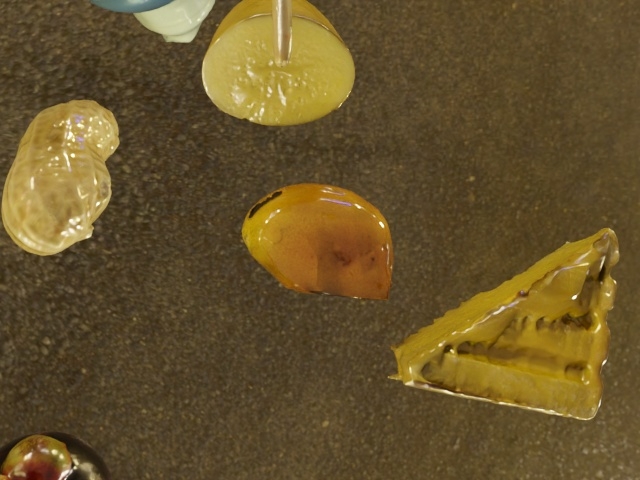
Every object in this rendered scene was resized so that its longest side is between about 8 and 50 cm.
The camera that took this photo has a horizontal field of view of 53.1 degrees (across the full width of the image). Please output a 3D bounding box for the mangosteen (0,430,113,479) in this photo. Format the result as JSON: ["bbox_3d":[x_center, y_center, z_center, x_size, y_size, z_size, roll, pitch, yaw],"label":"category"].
[{"bbox_3d":[-0.464,0.441,1.036,0.275,0.275,0.302,-34,160,-28],"label":"mangosteen"}]

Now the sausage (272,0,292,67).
[{"bbox_3d":[-0.045,-0.263,0.751,0.024,0.024,0.132,9,70,-38],"label":"sausage"}]

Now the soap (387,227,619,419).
[{"bbox_3d":[0.277,0.095,0.989,0.339,0.169,0.304,15,79,-19],"label":"soap"}]

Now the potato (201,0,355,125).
[{"bbox_3d":[-0.059,-0.276,0.911,0.178,0.203,0.158,69,14,-47],"label":"potato"}]

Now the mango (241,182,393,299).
[{"bbox_3d":[0.000,0.000,0.955,0.236,0.136,0.166,8,81,-26],"label":"mango"}]

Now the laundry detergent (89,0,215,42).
[{"bbox_3d":[-0.140,-0.231,0.375,0.290,0.094,0.143,56,48,-67],"label":"laundry detergent"}]

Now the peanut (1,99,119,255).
[{"bbox_3d":[-0.397,-0.116,1.006,0.153,0.140,0.325,21,43,-17],"label":"peanut"}]
